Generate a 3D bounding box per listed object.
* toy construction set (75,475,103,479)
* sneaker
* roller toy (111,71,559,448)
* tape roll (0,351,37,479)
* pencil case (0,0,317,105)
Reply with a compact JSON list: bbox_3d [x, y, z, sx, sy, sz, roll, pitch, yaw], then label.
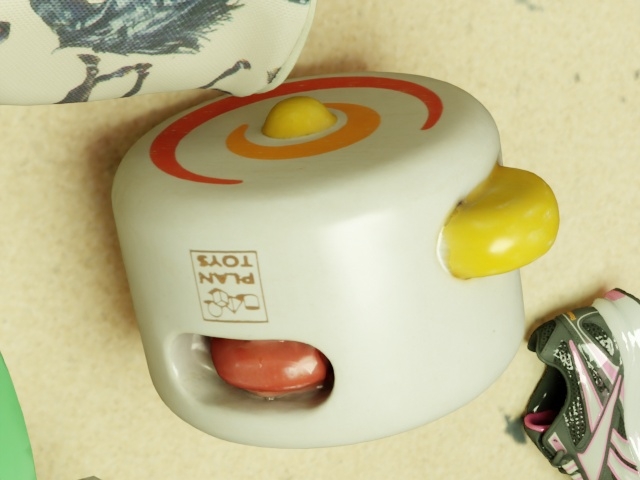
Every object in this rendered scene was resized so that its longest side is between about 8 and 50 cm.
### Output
[{"bbox_3d":[-0.205,0.130,0.863,0.237,0.257,0.309,-10,89,-44],"label":"toy construction set"},{"bbox_3d":[0.160,0.118,1.114,0.077,0.072,0.178,-12,105,-11],"label":"sneaker"},{"bbox_3d":[0.000,0.000,0.901,0.191,0.209,0.146,-17,114,-16],"label":"roller toy"},{"bbox_3d":[-0.263,0.115,0.693,0.321,0.321,0.077,-67,158,7],"label":"tape roll"},{"bbox_3d":[-0.200,-0.135,0.763,0.410,0.160,0.183,-5,147,-26],"label":"pencil case"}]
